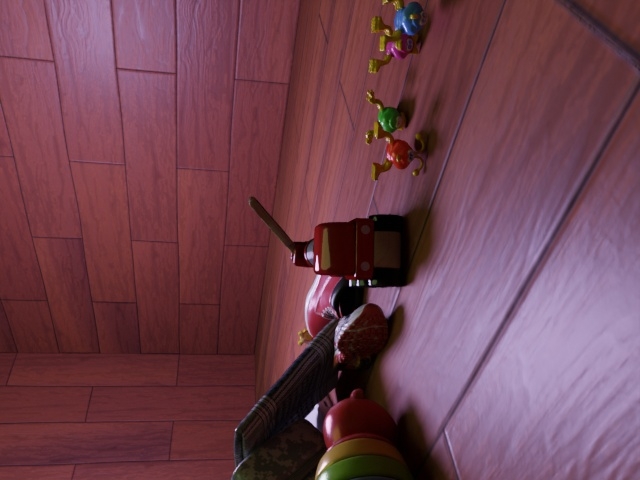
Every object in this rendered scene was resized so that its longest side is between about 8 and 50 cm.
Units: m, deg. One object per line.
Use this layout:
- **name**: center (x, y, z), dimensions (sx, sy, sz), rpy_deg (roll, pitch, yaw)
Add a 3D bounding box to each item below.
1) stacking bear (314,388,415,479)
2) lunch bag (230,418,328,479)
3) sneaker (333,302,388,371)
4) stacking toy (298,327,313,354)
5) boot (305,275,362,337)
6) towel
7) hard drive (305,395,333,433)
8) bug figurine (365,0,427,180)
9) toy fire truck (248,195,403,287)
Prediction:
- **stacking bear**: center (0.067, 0.350, 0.800), dimensions (0.289, 0.164, 0.175), rpy_deg (-97, 14, -60)
- **lunch bag**: center (-0.028, 0.541, 1.083), dimensions (0.256, 0.213, 0.305), rpy_deg (36, 135, 28)
- **sneaker**: center (0.062, 0.166, 1.021), dimensions (0.225, 0.088, 0.092), rpy_deg (110, 161, -57)
- **stacking toy**: center (-0.034, 0.383, 1.593), dimensions (0.167, 0.052, 0.221), rpy_deg (-119, 32, -73)
- **boot**: center (0.028, 0.160, 1.222), dimensions (0.176, 0.088, 0.244), rpy_deg (-107, 26, -56)
- **towel**: center (-0.060, 0.351, 1.166), dimensions (0.312, 0.056, 0.324), rpy_deg (-44, -22, -33)
- **hard drive**: center (-0.047, 0.563, 1.381), dimensions (0.233, 0.047, 0.353), rpy_deg (-138, 67, -76)
- **bug figurine**: center (0.119, -0.241, 0.866), dimensions (0.216, 0.072, 0.279), rpy_deg (-98, 9, -68)
- **toy fire truck**: center (0.000, 0.000, 0.960), dimensions (0.217, 0.246, 0.158), rpy_deg (156, 116, -78)
